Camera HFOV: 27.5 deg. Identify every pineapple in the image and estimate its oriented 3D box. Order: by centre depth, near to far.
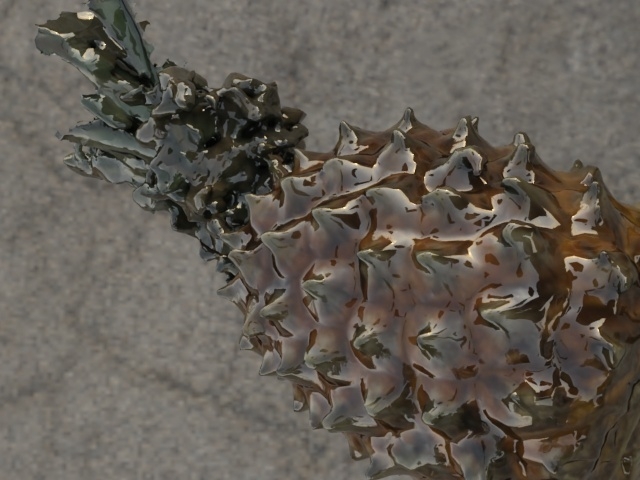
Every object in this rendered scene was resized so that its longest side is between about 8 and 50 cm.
[{"bbox_3d":[0.000,0.000,0.623,0.361,0.175,0.175,25,103,33],"label":"pineapple"}]
